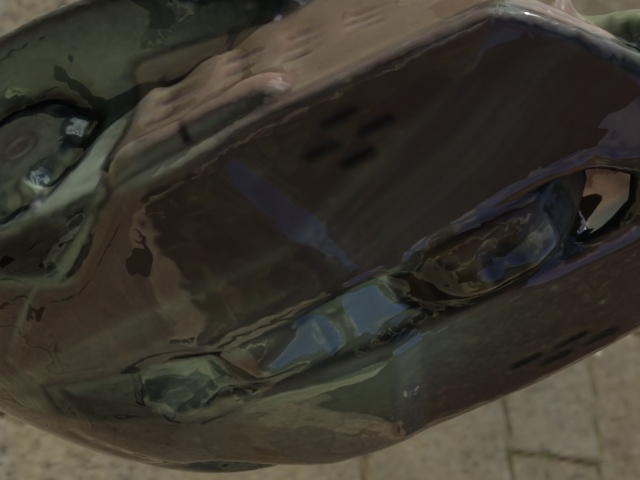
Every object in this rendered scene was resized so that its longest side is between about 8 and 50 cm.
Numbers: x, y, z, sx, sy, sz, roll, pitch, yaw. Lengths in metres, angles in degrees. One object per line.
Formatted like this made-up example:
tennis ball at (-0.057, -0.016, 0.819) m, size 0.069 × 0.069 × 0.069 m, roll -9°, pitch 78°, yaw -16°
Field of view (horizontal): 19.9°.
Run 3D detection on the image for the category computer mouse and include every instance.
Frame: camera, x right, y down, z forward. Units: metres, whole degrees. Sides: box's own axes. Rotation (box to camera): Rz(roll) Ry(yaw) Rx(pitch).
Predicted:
computer mouse at (-0.002, 0.005, 0.658) m, size 0.199 × 0.389 × 0.115 m, roll 53°, pitch 35°, yaw -39°
